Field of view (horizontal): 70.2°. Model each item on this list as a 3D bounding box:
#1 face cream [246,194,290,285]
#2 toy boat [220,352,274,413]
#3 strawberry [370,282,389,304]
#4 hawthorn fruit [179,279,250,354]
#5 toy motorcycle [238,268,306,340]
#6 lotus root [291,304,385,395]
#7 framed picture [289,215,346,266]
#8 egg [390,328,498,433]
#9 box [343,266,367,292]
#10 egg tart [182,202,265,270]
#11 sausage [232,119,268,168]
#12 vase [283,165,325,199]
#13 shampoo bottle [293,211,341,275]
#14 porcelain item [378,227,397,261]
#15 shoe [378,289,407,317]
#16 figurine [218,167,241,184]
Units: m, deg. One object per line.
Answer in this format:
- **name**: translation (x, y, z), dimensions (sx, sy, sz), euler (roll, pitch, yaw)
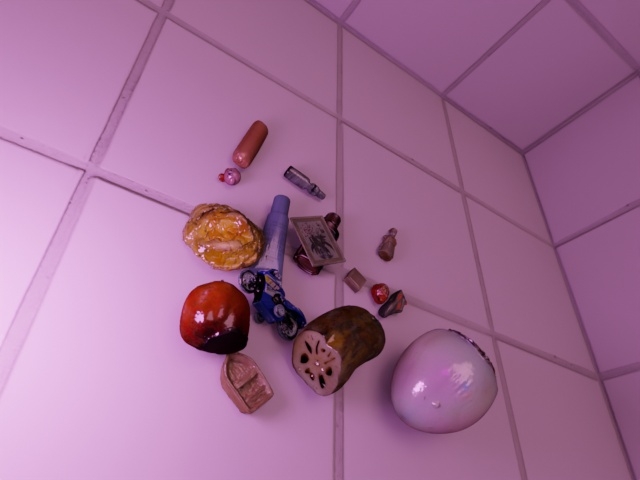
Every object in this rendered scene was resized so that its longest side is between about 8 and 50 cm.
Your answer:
- **face cream**: translation (-0.179, -0.006, 1.733), dimensions (0.135, 0.086, 0.386), euler (20, 56, -17)
- **toy boat**: translation (-0.239, 0.427, 1.388), dimensions (0.116, 0.061, 0.188), euler (-28, 82, -46)
- **strawberry**: translation (0.257, 0.227, 1.944), dimensions (0.083, 0.083, 0.097), euler (31, 54, -20)
- **hawthorn fruit**: translation (-0.311, 0.217, 1.373), dimensions (0.215, 0.215, 0.250), euler (26, 48, -25)
- **toy motorcycle**: translation (-0.159, 0.203, 1.573), dimensions (0.315, 0.113, 0.169), euler (54, 36, -18)
- **lotus root**: translation (0.080, 0.358, 1.583), dimensions (0.346, 0.250, 0.251), euler (-18, 74, -46)
- **framed picture**: translation (-0.011, -0.003, 1.804), dimensions (0.172, 0.010, 0.232), euler (-8, 61, -40)
- **egg**: translation (0.417, 0.549, 1.673), dimensions (0.339, 0.354, 0.355), euler (-32, 83, -28)
- **box**: translation (0.144, 0.166, 1.920), dimensions (0.083, 0.035, 0.079), euler (47, 42, -2)
- **egg tart**: translation (-0.325, -0.028, 1.580), dimensions (0.296, 0.132, 0.297), euler (15, 48, -18)
- **sausage**: translation (-0.292, -0.407, 1.918), dimensions (0.086, 0.086, 0.289), euler (35, 43, -16)
- **vase**: translation (-0.064, -0.249, 2.019), dimensions (0.211, 0.060, 0.060), euler (34, 44, -18)
- **shampoo bottle**: translation (0.000, 0.000, 1.881), dimensions (0.129, 0.084, 0.323), euler (38, 42, -9)
- **porcelain item**: translation (0.333, 0.009, 2.181), dimensions (0.084, 0.054, 0.213), euler (42, 42, -12)
- **shoe**: translation (0.319, 0.288, 1.961), dimensions (0.077, 0.074, 0.194), euler (55, 40, -2)
- **figurine**: translation (-0.344, -0.250, 1.773), dimensions (0.067, 0.071, 0.083), euler (71, 32, -46)
